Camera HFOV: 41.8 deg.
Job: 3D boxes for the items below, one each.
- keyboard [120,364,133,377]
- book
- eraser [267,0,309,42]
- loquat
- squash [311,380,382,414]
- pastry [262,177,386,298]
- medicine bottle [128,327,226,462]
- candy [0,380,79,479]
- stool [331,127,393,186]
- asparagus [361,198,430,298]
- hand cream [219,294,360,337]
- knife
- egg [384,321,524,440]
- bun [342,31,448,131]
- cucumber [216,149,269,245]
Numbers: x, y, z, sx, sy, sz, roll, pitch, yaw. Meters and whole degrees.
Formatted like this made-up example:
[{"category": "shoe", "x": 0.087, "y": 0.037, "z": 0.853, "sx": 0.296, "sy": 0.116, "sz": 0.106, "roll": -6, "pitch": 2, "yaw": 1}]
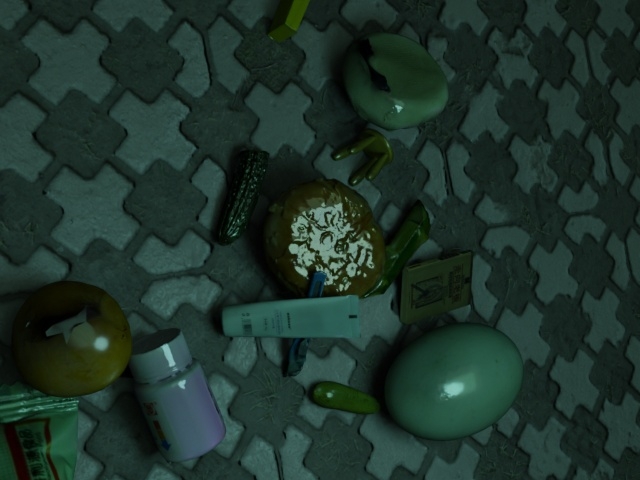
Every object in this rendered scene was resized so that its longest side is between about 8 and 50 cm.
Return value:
[{"category": "keyboard", "x": -0.404, "y": 0.269, "z": 1.810, "sx": 0.196, "sy": 0.018, "sz": 0.060, "roll": 8, "pitch": 75, "yaw": -30}, {"category": "book", "x": 0.309, "y": 0.123, "z": 2.211, "sx": 0.231, "sy": 0.026, "sz": 0.161, "roll": -14, "pitch": 116, "yaw": -31}, {"category": "eraser", "x": -0.076, "y": -0.564, "z": 2.086, "sx": 0.045, "sy": 0.097, "sz": 0.122, "roll": 28, "pitch": 69, "yaw": -27}, {"category": "loquat", "x": -0.491, "y": 0.196, "z": 1.647, "sx": 0.235, "sy": 0.235, "sz": 0.235, "roll": 5, "pitch": 80, "yaw": -30}, {"category": "squash", "x": 0.066, "y": 0.386, "z": 2.039, "sx": 0.201, "sy": 0.066, "sz": 0.066, "roll": 18, "pitch": 73, "yaw": -27}, {"category": "pastry", "x": 0.000, "y": 0.000, "z": 1.989, "sx": 0.284, "sy": 0.184, "sz": 0.315, "roll": -42, "pitch": 108, "yaw": -8}, {"category": "medicine bottle", "x": -0.307, "y": 0.324, "z": 1.764, "sx": 0.152, "sy": 0.152, "sz": 0.254, "roll": -26, "pitch": 103, "yaw": -31}, {"category": "candy", "x": -0.573, "y": 0.463, "z": 1.621, "sx": 0.263, "sy": 0.172, "sz": 0.397, "roll": 3, "pitch": 61, "yaw": -40}, {"category": "stool", "x": 0.112, "y": -0.213, "z": 2.135, "sx": 0.135, "sy": 0.134, "sz": 0.110, "roll": 35, "pitch": 62, "yaw": 29}, {"category": "asparagus", "x": 0.191, "y": 0.040, "z": 2.161, "sx": 0.085, "sy": 0.082, "sz": 0.343, "roll": 44, "pitch": 65, "yaw": -22}, {"category": "hand cream", "x": -0.071, "y": 0.180, "z": 1.896, "sx": 0.321, "sy": 0.067, "sz": 0.109, "roll": -2, "pitch": 112, "yaw": 6}, {"category": "knife", "x": -0.036, "y": 0.199, "z": 1.936, "sx": 0.044, "sy": 0.026, "sz": 0.296, "roll": 9, "pitch": 116, "yaw": -11}, {"category": "egg", "x": 0.333, "y": 0.348, "z": 2.080, "sx": 0.389, "sy": 0.276, "sz": 0.276, "roll": -17, "pitch": 91, "yaw": -31}, {"category": "bun", "x": 0.176, "y": -0.388, "z": 2.164, "sx": 0.293, "sy": 0.187, "sz": 0.293, "roll": 13, "pitch": 54, "yaw": -19}, {"category": "cucumber", "x": -0.182, "y": -0.105, "z": 1.970, "sx": 0.077, "sy": 0.077, "sz": 0.265, "roll": 22, "pitch": 74, "yaw": -26}]
